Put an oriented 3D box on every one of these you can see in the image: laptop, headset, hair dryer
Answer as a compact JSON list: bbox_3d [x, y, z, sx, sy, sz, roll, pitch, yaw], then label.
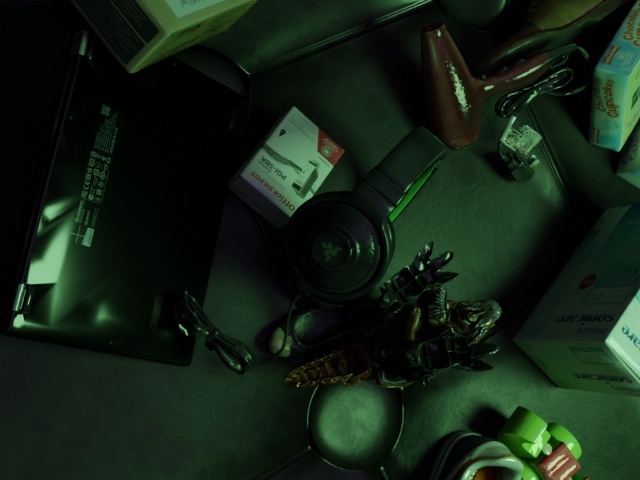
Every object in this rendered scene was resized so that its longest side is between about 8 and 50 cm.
[{"bbox_3d":[-0.347,-0.071,0.945,0.408,0.236,0.382,22,75,-47],"label":"laptop"},{"bbox_3d":[0.000,0.000,0.966,0.185,0.243,0.394,40,81,6],"label":"headset"},{"bbox_3d":[0.254,-0.234,1.133,0.293,0.080,0.224,23,100,-28],"label":"hair dryer"}]

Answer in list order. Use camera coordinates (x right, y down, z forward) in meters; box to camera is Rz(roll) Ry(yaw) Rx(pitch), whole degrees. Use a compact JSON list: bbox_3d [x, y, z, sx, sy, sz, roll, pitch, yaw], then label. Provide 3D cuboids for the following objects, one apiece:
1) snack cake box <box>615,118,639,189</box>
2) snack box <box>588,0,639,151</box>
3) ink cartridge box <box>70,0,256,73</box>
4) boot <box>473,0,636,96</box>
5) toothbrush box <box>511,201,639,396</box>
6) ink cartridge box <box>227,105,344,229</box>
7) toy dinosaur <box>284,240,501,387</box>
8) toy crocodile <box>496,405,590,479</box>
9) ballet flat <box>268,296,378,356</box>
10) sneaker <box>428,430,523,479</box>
[{"bbox_3d":[0.653,-0.124,1.296,0.264,0.089,0.152,28,77,-16],"label":"snack cake box"},{"bbox_3d":[0.537,-0.324,1.230,0.060,0.187,0.322,25,70,28],"label":"snack box"},{"bbox_3d":[-0.203,-0.329,0.912,0.193,0.088,0.235,52,35,-9],"label":"ink cartridge box"},{"bbox_3d":[0.356,-0.332,1.219,0.305,0.112,0.115,-29,60,-14],"label":"boot"},{"bbox_3d":[0.464,0.081,1.132,0.126,0.216,0.295,44,72,-11],"label":"toothbrush box"},{"bbox_3d":[-0.046,-0.099,1.035,0.099,0.056,0.135,40,65,-13],"label":"ink cartridge box"},{"bbox_3d":[0.115,0.140,0.990,0.322,0.218,0.164,-38,81,-31],"label":"toy dinosaur"},{"bbox_3d":[0.371,0.390,1.120,0.115,0.105,0.341,-33,96,-21],"label":"toy crocodile"},{"bbox_3d":[0.007,0.114,1.041,0.173,0.049,0.057,-20,90,-22],"label":"ballet flat"},{"bbox_3d":[0.185,0.425,1.036,0.126,0.127,0.321,24,78,-18],"label":"sneaker"}]
